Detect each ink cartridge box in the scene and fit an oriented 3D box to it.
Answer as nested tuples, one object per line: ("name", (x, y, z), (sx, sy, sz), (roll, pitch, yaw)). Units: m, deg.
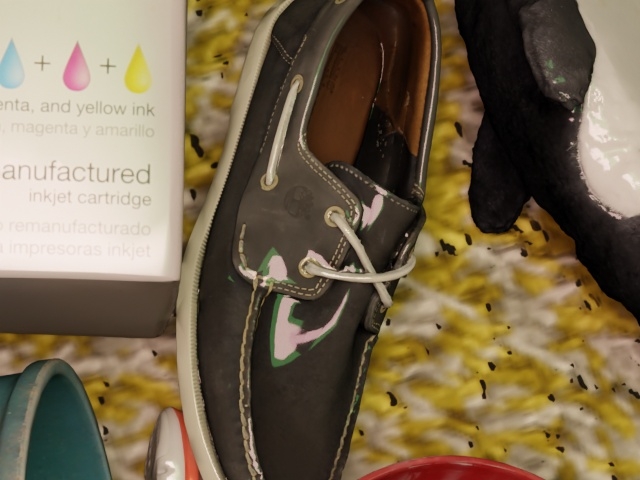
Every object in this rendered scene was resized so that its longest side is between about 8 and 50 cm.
("ink cartridge box", (-0.137, -0.088, 0.746), (0.171, 0.168, 0.233), (1, 80, -6))

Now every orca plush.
("orca plush", (0.118, -0.028, 0.828), (0.287, 0.102, 0.151), (55, 34, -6))

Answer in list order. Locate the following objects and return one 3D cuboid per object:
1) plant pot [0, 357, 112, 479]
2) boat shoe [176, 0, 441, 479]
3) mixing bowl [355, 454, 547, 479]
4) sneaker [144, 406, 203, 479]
("plant pot", (-0.200, 0.189, 0.655), (0.255, 0.271, 0.272), (-7, 81, 1))
("boat shoe", (0.000, 0.000, 0.774), (0.084, 0.079, 0.233), (22, 69, -35))
("mixing bowl", (0.042, 0.183, 0.745), (0.181, 0.098, 0.181), (10, 64, -21))
("sneaker", (-0.035, 0.145, 0.776), (0.064, 0.061, 0.158), (1, 81, -13))
